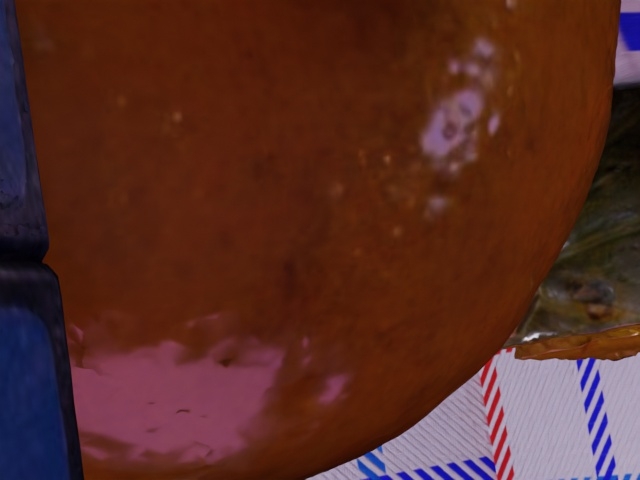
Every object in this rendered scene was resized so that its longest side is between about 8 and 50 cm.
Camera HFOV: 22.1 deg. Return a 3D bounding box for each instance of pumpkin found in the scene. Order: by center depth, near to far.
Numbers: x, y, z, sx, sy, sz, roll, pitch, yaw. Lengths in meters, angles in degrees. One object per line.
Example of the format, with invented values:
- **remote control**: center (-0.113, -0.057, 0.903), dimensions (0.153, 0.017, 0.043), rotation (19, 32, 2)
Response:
- **pumpkin**: center (0.113, 0.004, 0.913), dimensions (0.280, 0.139, 0.190), rotation (-9, 173, 14)

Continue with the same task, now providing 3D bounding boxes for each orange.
- **orange**: center (-0.052, -0.034, 0.550), dimensions (0.310, 0.274, 0.274), rotation (-41, -172, -25)

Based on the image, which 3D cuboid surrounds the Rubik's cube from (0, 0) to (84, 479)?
- **Rubik's cube**: center (-0.234, 0.070, 0.264), dimensions (0.303, 0.305, 0.301), rotation (-14, 171, 22)
